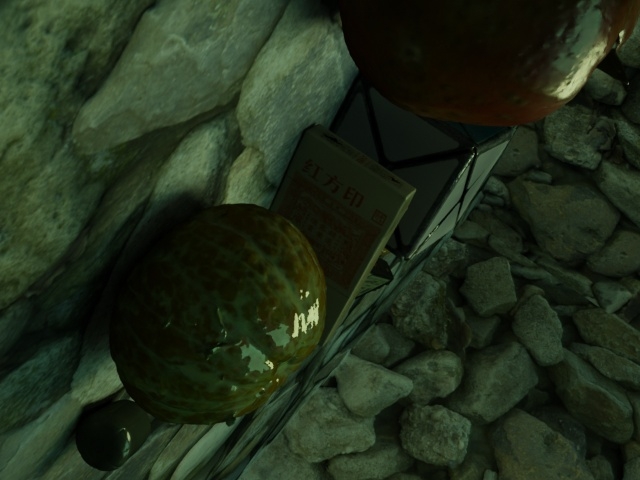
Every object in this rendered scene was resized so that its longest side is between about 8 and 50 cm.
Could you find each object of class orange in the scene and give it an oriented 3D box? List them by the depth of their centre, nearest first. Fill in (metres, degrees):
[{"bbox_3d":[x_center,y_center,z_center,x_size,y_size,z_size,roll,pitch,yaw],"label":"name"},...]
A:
[{"bbox_3d":[-0.134,0.107,1.185,0.329,0.249,0.329,-42,160,-18],"label":"orange"}]

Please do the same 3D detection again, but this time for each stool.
[{"bbox_3d":[-0.328,0.308,1.359,0.096,0.096,0.110,-59,170,19],"label":"stool"}]

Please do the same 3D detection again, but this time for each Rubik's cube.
[{"bbox_3d":[0.165,-0.153,1.557,0.260,0.259,0.254,-35,156,-58],"label":"Rubik's cube"}]

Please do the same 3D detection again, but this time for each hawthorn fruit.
[{"bbox_3d":[0.232,-0.318,1.090,0.402,0.403,0.403,-50,167,-17],"label":"hawthorn fruit"}]

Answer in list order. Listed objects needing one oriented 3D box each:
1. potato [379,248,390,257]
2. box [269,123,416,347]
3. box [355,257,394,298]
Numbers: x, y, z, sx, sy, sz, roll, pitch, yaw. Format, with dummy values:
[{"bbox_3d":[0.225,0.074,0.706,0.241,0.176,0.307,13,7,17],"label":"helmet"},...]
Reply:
[{"bbox_3d":[0.151,-0.056,1.994,0.300,0.173,0.140,-50,124,-16],"label":"potato"},{"bbox_3d":[0.000,0.000,1.475,0.051,0.205,0.365,-38,160,-52],"label":"box"},{"bbox_3d":[0.029,0.093,1.882,0.211,0.058,0.350,-28,164,12],"label":"box"}]
